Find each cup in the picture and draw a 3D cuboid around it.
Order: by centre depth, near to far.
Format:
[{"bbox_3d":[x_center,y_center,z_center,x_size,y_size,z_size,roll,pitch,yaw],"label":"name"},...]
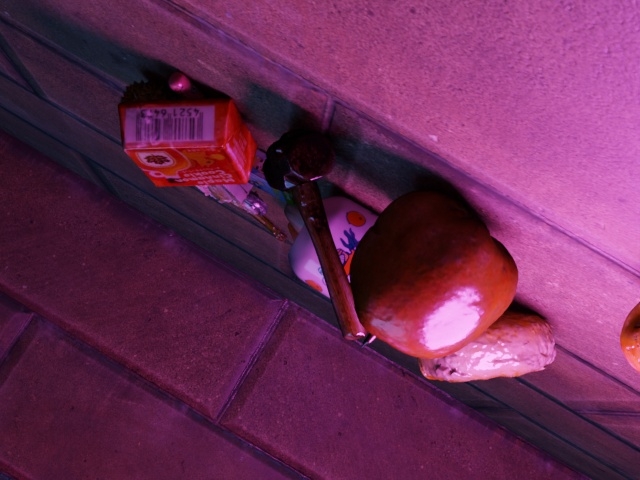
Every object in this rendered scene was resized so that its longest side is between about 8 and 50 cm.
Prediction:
[{"bbox_3d":[0.101,0.054,1.729,0.317,0.212,0.212,32,169,3],"label":"cup"}]

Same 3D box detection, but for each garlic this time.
[{"bbox_3d":[0.003,-0.010,1.977,0.228,0.110,0.217,25,164,28],"label":"garlic"}]

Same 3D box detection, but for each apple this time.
[{"bbox_3d":[0.530,0.150,1.225,0.146,0.146,0.146,30,169,7],"label":"apple"}]

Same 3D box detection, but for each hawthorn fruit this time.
[{"bbox_3d":[0.174,0.077,1.388,0.267,0.301,0.268,39,-179,-1],"label":"hawthorn fruit"}]

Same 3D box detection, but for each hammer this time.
[{"bbox_3d":[0.000,0.000,1.495,0.242,0.095,0.409,-173,65,-77],"label":"hammer"},{"bbox_3d":[-0.263,-0.296,1.597,0.043,0.043,0.083,21,163,41],"label":"hammer"}]

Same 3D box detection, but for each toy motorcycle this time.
[{"bbox_3d":[-0.267,-0.170,1.986,0.223,0.108,0.341,28,170,30],"label":"toy motorcycle"}]

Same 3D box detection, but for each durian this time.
[{"bbox_3d":[-0.336,-0.293,1.725,0.108,0.119,0.186,-19,156,24],"label":"durian"}]

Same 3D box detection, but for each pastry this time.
[{"bbox_3d":[0.353,0.222,1.754,0.329,0.136,0.329,-7,178,0],"label":"pastry"}]

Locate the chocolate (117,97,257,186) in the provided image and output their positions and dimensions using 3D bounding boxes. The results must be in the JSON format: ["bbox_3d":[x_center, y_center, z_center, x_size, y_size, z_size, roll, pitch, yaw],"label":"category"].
[{"bbox_3d":[-0.266,-0.194,1.659,0.237,0.108,0.235,-2,162,7],"label":"chocolate"}]

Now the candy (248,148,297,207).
[{"bbox_3d":[-0.124,-0.151,1.801,0.194,0.062,0.097,28,167,14],"label":"candy"}]

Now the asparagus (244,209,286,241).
[{"bbox_3d":[-0.161,-0.048,2.423,0.034,0.027,0.236,27,170,42],"label":"asparagus"}]
